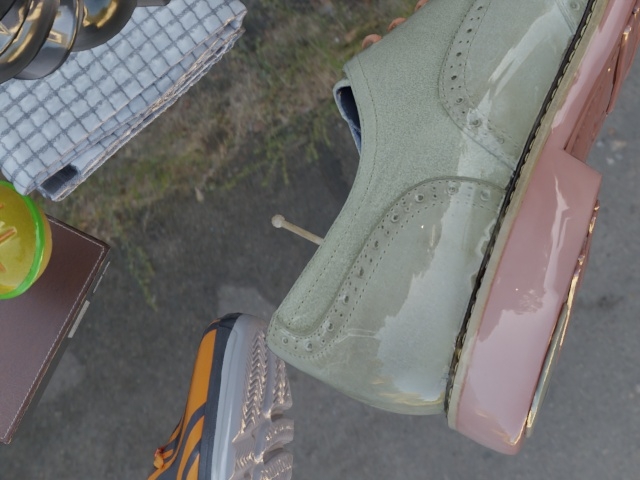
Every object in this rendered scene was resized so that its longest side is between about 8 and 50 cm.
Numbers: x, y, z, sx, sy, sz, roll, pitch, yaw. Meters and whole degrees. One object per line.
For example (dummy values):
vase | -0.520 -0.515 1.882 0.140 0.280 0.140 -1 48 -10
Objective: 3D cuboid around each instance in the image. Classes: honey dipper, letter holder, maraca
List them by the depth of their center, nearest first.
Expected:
maraca | -0.366 -0.006 1.173 0.099 0.186 0.127 9 98 -57
honey dipper | 0.000 0.000 1.414 0.030 0.161 0.030 -36 140 -38
letter holder | -0.456 0.100 1.510 0.214 0.152 0.302 27 82 -5

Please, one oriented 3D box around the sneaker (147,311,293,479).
sneaker | -0.125 0.204 0.753 0.180 0.124 0.321 5 85 19

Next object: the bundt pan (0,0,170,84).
bundt pan | -0.125 -0.190 0.524 0.331 0.331 0.124 -39 87 10

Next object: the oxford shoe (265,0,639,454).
oxford shoe | 0.086 -0.101 0.544 0.146 0.397 0.140 14 156 15

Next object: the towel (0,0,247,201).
towel | -0.248 -0.202 1.055 0.284 0.121 0.235 -44 91 -12
